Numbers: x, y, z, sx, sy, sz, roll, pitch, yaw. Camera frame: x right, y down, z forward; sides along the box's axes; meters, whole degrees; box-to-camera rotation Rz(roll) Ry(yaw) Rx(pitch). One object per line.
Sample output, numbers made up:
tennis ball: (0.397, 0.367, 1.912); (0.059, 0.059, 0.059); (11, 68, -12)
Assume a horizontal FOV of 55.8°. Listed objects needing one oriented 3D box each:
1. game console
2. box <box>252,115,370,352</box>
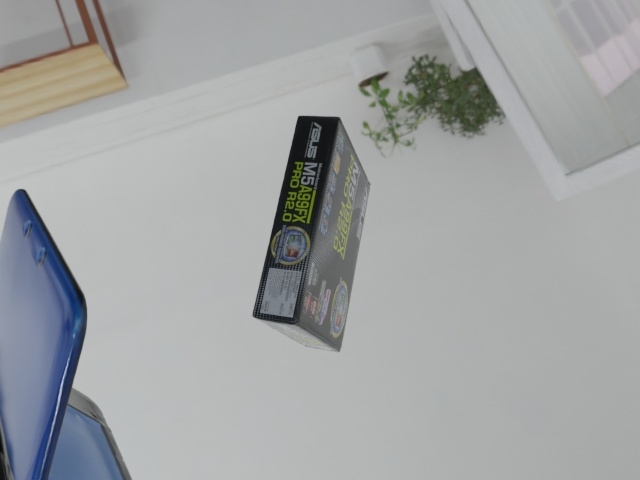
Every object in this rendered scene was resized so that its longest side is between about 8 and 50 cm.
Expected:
game console: (-0.213, 0.126, 0.547); (0.173, 0.250, 0.293); (-47, -142, -7)
box: (0.000, 0.000, 0.821); (0.060, 0.269, 0.216); (6, 163, 18)
